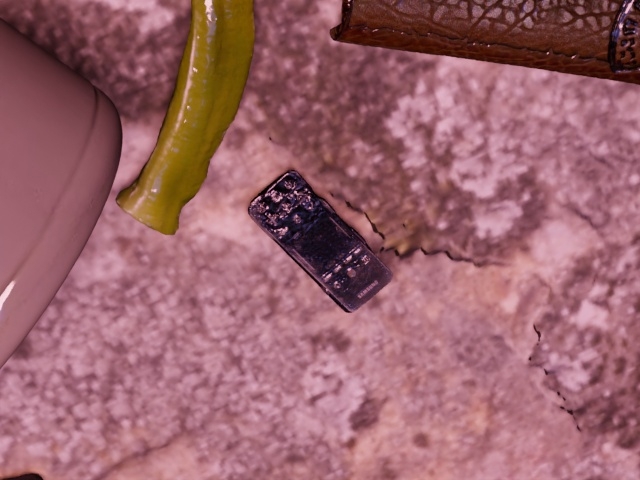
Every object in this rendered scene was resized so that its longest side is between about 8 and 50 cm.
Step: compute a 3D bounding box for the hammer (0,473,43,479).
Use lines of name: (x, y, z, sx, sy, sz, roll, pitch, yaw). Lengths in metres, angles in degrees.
hammer: (-0.287, 0.166, 0.833, 0.246, 0.029, 0.103, -2, 115, -12)

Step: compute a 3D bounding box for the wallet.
wallet: (0.134, -0.152, 0.759, 0.243, 0.039, 0.132, 7, 109, -17)

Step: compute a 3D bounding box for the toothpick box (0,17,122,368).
toothpick box: (-0.260, -0.068, 0.616, 0.316, 0.229, 0.229, 38, 103, -24)

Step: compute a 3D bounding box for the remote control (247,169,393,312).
remote control: (0.000, 0.000, 0.818, 0.039, 0.014, 0.096, -40, 115, 9)

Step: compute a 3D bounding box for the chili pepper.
chili pepper: (-0.063, -0.096, 0.743, 0.052, 0.050, 0.201, -10, 122, -49)
